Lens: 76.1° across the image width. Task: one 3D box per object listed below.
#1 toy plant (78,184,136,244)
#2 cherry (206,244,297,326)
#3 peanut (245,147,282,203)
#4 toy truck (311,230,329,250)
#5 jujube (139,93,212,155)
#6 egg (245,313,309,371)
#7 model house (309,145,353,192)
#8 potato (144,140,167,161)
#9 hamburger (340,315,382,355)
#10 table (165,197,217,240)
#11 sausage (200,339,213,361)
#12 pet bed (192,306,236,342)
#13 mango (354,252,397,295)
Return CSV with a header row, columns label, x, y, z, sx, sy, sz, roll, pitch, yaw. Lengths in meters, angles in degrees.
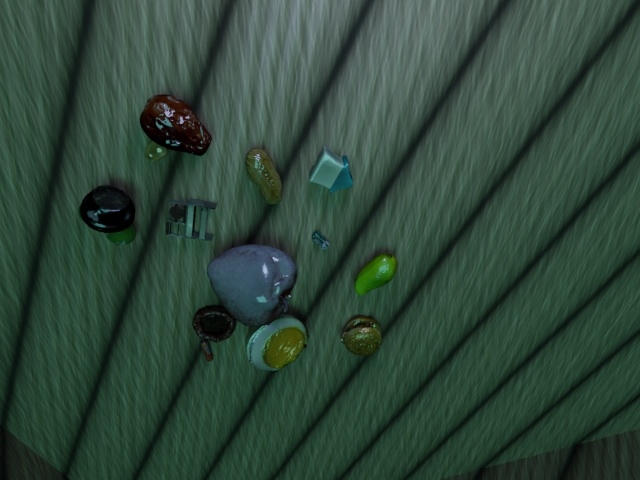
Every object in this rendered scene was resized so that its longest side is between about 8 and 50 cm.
label,x,y,z,sx,sy,sz,roll,pitch,yaw
toy plant,-0.777,-0.092,1.508,0.218,0.175,0.235,34,141,-12
cherry,-0.250,0.156,1.591,0.326,0.291,0.334,-39,88,18
peanut,-0.204,-0.230,1.484,0.108,0.095,0.225,-11,125,22
toy truck,0.000,0.000,1.655,0.044,0.039,0.083,-45,111,6
jujube,-0.473,-0.373,1.357,0.237,0.168,0.168,34,113,-26
egg,-0.208,0.427,1.825,0.287,0.174,0.264,-28,121,-14
model house,0.049,-0.247,1.478,0.149,0.100,0.127,26,116,-13
potato,-0.578,-0.314,1.437,0.083,0.062,0.068,-43,84,-4
hamburger,0.185,0.443,1.874,0.191,0.118,0.181,2,117,2
table,-0.496,-0.083,1.572,0.176,0.062,0.146,10,119,-9
sausage,-0.538,0.513,1.929,0.034,0.034,0.129,-8,120,2
pet bed,-0.480,0.379,1.845,0.202,0.053,0.201,2,121,3
mango,0.232,0.144,1.706,0.126,0.111,0.232,31,115,-13
